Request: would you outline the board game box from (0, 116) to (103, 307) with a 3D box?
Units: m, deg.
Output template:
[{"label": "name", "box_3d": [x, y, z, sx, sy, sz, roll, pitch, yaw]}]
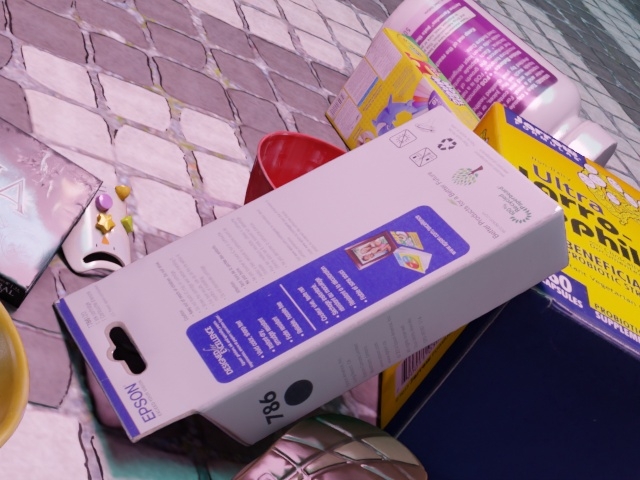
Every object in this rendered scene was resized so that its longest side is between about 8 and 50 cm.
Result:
[{"label": "board game box", "box_3d": [-0.261, -0.048, 0.919, 0.186, 0.026, 0.126, 32, 45, -7]}]

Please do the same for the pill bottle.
[{"label": "pill bottle", "box_3d": [0.210, -0.168, 1.604, 0.301, 0.169, 0.169, 43, 26, 15]}]

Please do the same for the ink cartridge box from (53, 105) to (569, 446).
[{"label": "ink cartridge box", "box_3d": [-0.007, 0.031, 0.922, 0.333, 0.065, 0.165, -26, 43, -13]}]

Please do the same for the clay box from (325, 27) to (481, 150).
[{"label": "clay box", "box_3d": [0.101, -0.116, 1.420, 0.053, 0.127, 0.222, 10, 36, -42]}]

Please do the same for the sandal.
[{"label": "sandal", "box_3d": [-0.017, 0.181, 0.846, 0.090, 0.060, 0.219, 43, 41, 15]}]

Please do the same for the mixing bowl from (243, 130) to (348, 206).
[{"label": "mixing bowl", "box_3d": [0.000, 0.000, 1.125, 0.181, 0.098, 0.181, 29, 25, -15]}]

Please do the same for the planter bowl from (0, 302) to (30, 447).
[{"label": "planter bowl", "box_3d": [-0.268, 0.070, 0.672, 0.217, 0.090, 0.217, 28, 25, -15]}]

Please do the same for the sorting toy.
[{"label": "sorting toy", "box_3d": [-0.172, -0.005, 0.999, 0.083, 0.045, 0.075, 11, 54, -42]}]

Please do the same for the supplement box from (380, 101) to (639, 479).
[{"label": "supplement box", "box_3d": [0.184, 0.063, 1.134, 0.194, 0.195, 0.356, 30, 25, -12]}]
